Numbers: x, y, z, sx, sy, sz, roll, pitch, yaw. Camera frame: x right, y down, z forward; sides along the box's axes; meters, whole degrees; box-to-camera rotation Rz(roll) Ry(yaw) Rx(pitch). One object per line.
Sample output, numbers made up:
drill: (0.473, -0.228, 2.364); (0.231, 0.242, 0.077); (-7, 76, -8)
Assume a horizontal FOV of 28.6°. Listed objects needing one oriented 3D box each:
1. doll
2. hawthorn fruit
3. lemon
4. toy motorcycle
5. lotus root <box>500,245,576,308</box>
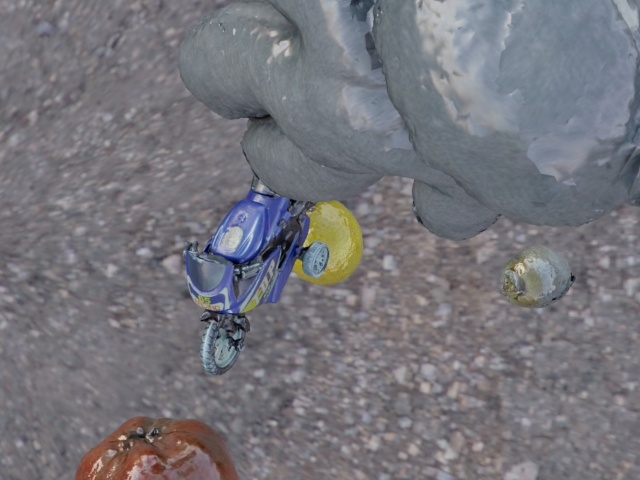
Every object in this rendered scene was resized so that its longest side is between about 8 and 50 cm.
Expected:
doll: (0.054, -0.106, 0.714); (0.158, 0.340, 0.246); (-45, 111, -22)
hawthorn fruit: (-0.198, 0.358, 1.595); (0.210, 0.210, 0.262); (-12, 108, -18)
lemon: (0.000, 0.000, 1.625); (0.109, 0.109, 0.133); (-38, 141, -15)
toy motorcycle: (-0.070, -0.006, 1.403); (0.113, 0.169, 0.315); (18, 72, 24)
lotus root: (0.309, 0.050, 1.749); (0.165, 0.088, 0.088); (-8, 93, -55)
